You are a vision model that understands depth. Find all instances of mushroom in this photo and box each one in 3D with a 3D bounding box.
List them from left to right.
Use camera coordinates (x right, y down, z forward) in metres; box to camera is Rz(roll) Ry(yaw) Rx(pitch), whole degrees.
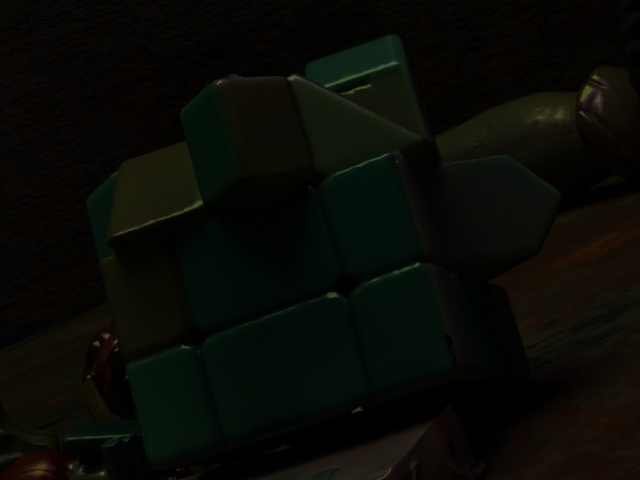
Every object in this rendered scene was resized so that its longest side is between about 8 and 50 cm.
[{"bbox_3d":[0.216,-0.092,1.515,0.154,0.137,0.407,-7,-4,-41],"label":"mushroom"}]

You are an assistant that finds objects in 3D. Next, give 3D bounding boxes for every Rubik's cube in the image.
[{"bbox_3d":[0.000,0.000,0.745,0.265,0.213,0.224,-19,-13,16],"label":"Rubik's cube"}]

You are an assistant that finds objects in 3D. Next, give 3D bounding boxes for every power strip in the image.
[{"bbox_3d":[-0.053,0.147,0.680,0.279,0.037,0.109,-20,5,25],"label":"power strip"}]

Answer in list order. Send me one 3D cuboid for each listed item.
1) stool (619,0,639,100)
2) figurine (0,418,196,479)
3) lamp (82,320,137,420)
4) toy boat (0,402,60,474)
[{"bbox_3d":[0.370,-0.175,0.876,0.297,0.297,0.330,-23,0,-5],"label":"stool"},{"bbox_3d":[-0.151,0.154,0.828,0.140,0.075,0.068,-20,6,12],"label":"figurine"},{"bbox_3d":[-0.122,0.106,1.034,0.118,0.118,0.253,-24,4,-17],"label":"lamp"},{"bbox_3d":[-0.368,0.211,1.160,0.276,0.084,0.111,-22,7,-9],"label":"toy boat"}]
